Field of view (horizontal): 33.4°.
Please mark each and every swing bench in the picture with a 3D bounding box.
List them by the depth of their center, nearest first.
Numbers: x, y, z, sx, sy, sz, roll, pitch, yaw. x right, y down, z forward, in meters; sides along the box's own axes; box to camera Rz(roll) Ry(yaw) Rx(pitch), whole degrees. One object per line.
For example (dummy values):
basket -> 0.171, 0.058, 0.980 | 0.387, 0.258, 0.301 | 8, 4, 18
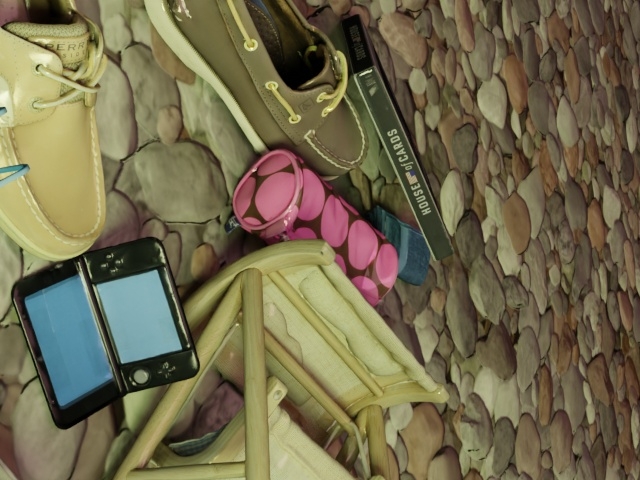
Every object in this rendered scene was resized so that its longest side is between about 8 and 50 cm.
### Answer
swing bench -> -0.024, 0.176, 0.947 | 0.253, 0.165, 0.254 | 51, 41, -38

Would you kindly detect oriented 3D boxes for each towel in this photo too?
towel -> 0.091, 0.009, 1.253 | 0.119, 0.029, 0.067 | 28, 63, -51

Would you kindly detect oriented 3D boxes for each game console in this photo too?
game console -> -0.164, 0.071, 0.833 | 0.071, 0.107, 0.122 | -75, 151, -76

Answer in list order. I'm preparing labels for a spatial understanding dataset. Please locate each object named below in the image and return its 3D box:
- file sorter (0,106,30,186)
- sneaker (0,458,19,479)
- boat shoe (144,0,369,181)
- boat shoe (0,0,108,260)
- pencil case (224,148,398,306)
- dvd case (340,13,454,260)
file sorter -> -0.274, -0.096, 0.663 | 0.118, 0.104, 0.170 | -41, 118, -51
sneaker -> -0.263, 0.118, 0.627 | 0.297, 0.129, 0.111 | 47, 51, -40
boat shoe -> -0.034, -0.164, 1.032 | 0.324, 0.097, 0.116 | 45, 49, -43
boat shoe -> -0.210, -0.130, 0.767 | 0.109, 0.098, 0.302 | -31, 111, -53
pencil case -> 0.000, 0.000, 1.067 | 0.209, 0.095, 0.098 | 36, 21, -45
dvd case -> 0.084, -0.116, 1.188 | 0.179, 0.030, 0.238 | -98, 163, -61
